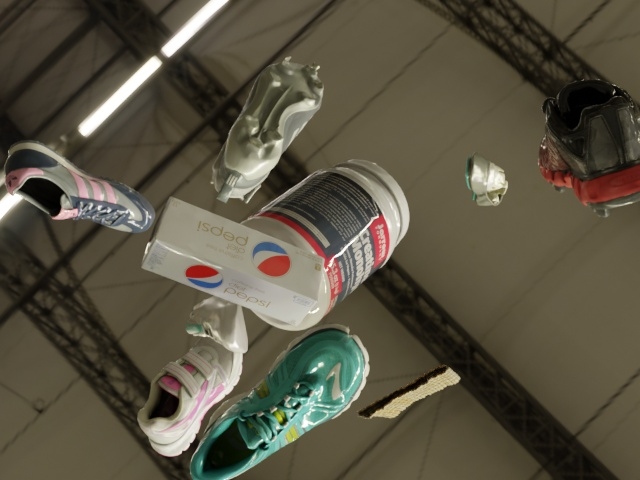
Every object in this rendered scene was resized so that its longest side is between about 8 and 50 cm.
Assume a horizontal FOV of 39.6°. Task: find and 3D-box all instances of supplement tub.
[{"bbox_3d":[0.000,0.000,1.410,0.191,0.191,0.272,0,-152,42],"label":"supplement tub"}]

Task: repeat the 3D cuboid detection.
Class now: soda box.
[{"bbox_3d":[-0.107,0.028,1.115,0.069,0.216,0.074,-52,-159,47],"label":"soda box"}]

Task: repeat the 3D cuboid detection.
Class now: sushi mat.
[{"bbox_3d":[0.151,0.248,1.432,0.151,0.316,0.019,-31,-106,4],"label":"sushi mat"}]

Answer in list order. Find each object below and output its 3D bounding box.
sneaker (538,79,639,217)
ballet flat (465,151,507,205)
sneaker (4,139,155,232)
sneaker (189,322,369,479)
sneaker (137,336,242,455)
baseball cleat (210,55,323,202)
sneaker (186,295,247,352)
[{"bbox_3d":[0.300,-0.118,1.002,0.098,0.135,0.276,-19,-169,5],"label":"sneaker"},{"bbox_3d":[0.305,-0.111,1.611,0.068,0.213,0.072,5,-99,14],"label":"ballet flat"},{"bbox_3d":[-0.476,-0.071,1.757,0.112,0.319,0.131,-45,-147,31],"label":"sneaker"},{"bbox_3d":[-0.050,0.208,1.066,0.275,0.107,0.110,-44,178,20],"label":"sneaker"},{"bbox_3d":[-0.228,0.253,1.562,0.103,0.111,0.252,21,-111,27],"label":"sneaker"},{"bbox_3d":[-0.063,-0.112,0.913,0.109,0.072,0.206,-50,-175,37],"label":"baseball cleat"},{"bbox_3d":[-0.166,0.133,1.400,0.094,0.080,0.212,-9,-171,-6],"label":"sneaker"}]
